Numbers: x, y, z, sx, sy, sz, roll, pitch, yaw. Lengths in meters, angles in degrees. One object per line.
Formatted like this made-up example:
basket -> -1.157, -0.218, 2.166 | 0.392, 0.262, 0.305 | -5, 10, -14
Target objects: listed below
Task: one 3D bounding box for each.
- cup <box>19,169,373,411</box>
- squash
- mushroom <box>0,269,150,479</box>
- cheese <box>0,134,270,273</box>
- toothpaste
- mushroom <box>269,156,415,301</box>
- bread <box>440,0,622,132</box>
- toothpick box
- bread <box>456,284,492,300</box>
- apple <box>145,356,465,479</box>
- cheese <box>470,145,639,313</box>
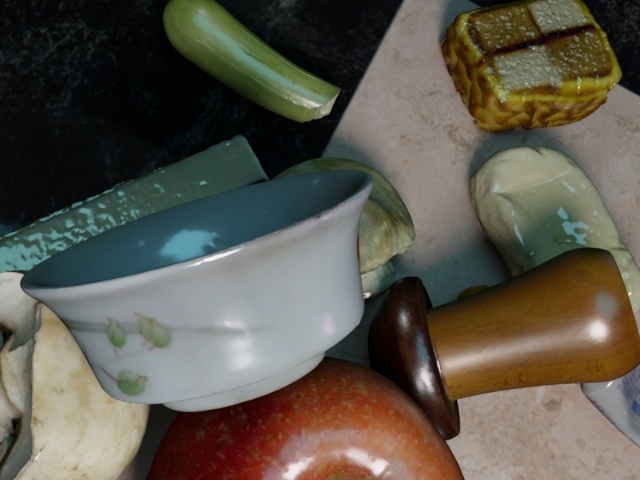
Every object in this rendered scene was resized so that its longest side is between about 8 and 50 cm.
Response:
cup -> -0.098, 0.058, 1.036 | 0.347, 0.347, 0.163 | -19, 101, -20
squash -> -0.094, -0.231, 1.370 | 0.250, 0.083, 0.083 | 33, 66, -3
mushroom -> -0.281, 0.168, 1.136 | 0.189, 0.195, 0.254 | 22, 46, -40
cheese -> -0.247, -0.022, 1.280 | 0.400, 0.034, 0.085 | -26, 74, -22
toothpaste -> 0.402, 0.199, 1.334 | 0.282, 0.068, 0.099 | 35, 95, -19
mushroom -> -0.001, -0.008, 1.265 | 0.267, 0.164, 0.189 | -24, 79, -21
bread -> 0.287, -0.244, 1.466 | 0.222, 0.096, 0.181 | -13, 72, -18
toothpick box -> 0.202, 0.111, 1.217 | 0.294, 0.192, 0.192 | -17, 73, 9
bread -> 0.202, 0.096, 1.344 | 0.081, 0.046, 0.083 | 34, 65, -3
apple -> -0.014, 0.287, 1.091 | 0.348, 0.277, 0.348 | 4, 71, -12
cheese -> 0.298, -0.002, 1.381 | 0.159, 0.093, 0.263 | -17, 74, -23
